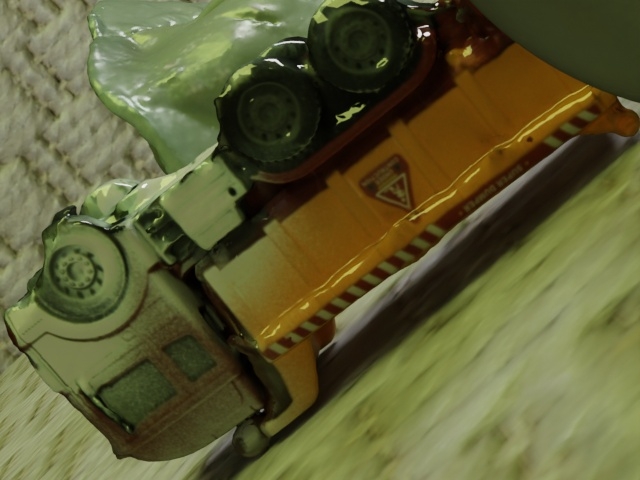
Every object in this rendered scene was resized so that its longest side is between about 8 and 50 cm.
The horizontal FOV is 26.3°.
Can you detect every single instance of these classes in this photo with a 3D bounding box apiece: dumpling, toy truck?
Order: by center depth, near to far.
[{"bbox_3d":[-0.004,-0.015,0.604,0.270,0.135,0.114,-37,7,13],"label":"toy truck"},{"bbox_3d":[-0.052,-0.123,1.154,0.270,0.211,0.320,-6,-1,7],"label":"dumpling"}]

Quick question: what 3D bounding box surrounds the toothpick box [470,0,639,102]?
[{"bbox_3d":[0.139,-0.156,0.409,0.229,0.229,0.316,-40,11,26],"label":"toothpick box"}]
